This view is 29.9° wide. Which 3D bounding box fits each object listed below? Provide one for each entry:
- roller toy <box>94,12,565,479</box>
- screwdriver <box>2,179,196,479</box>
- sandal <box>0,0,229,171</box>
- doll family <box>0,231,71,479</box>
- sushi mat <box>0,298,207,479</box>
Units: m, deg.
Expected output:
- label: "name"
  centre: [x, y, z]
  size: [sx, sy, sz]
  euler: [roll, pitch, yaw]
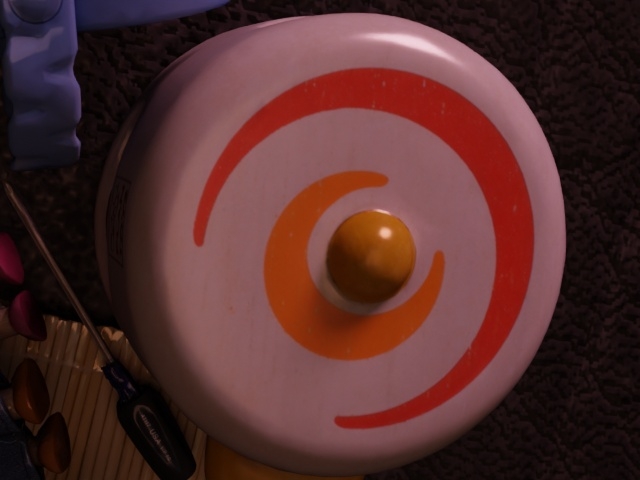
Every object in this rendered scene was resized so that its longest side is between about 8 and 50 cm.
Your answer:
- label: "roller toy"
  centre: [0.000, 0.000, 0.524]
  size: [0.209, 0.146, 0.191]
  euler: [-39, 106, -9]
- label: "screwdriver"
  centre: [-0.108, 0.047, 0.566]
  size: [0.025, 0.024, 0.170]
  euler: [-26, 105, 22]
- label: "sandal"
  centre: [-0.083, -0.148, 0.496]
  size: [0.317, 0.126, 0.138]
  euler: [-42, 114, 7]
- label: "doll family"
  centre: [-0.182, 0.126, 0.515]
  size: [0.163, 0.118, 0.263]
  euler: [-19, 102, 1]
- label: "sushi mat"
  centre: [-0.128, 0.192, 0.616]
  size: [0.151, 0.019, 0.317]
  euler: [11, 100, -18]
